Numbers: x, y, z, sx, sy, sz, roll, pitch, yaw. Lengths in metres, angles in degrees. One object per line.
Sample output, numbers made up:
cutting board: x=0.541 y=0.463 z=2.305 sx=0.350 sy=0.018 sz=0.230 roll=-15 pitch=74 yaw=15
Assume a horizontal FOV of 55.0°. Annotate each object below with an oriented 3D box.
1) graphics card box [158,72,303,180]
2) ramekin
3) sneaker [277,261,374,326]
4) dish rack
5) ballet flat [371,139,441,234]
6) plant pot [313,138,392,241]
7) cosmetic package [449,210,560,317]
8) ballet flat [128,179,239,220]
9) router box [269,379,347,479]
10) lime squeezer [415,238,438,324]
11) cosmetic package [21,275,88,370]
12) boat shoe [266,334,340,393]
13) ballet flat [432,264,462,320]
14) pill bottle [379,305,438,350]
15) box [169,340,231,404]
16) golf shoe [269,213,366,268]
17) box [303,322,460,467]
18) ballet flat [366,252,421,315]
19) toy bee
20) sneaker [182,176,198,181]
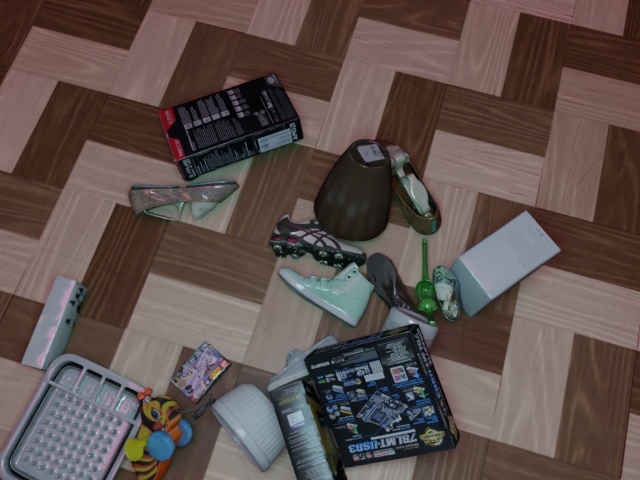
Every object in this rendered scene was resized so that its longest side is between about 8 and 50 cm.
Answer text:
graphics card box: x=-0.260 y=-0.336 z=1.783 sx=0.371 sy=0.094 sz=0.232 roll=-22 pitch=53 yaw=-7
ramekin: x=-0.163 y=0.444 z=1.490 sx=0.109 sy=0.207 sz=0.207 roll=-37 pitch=75 yaw=-21
sneaker: x=0.020 y=0.106 z=1.658 sx=0.256 sy=0.094 sz=0.151 roll=31 pitch=79 yaw=0
dish rack: x=-0.606 y=0.482 z=1.542 sx=0.286 sy=0.072 sz=0.332 roll=23 pitch=72 yaw=7
ballet flat: x=0.237 y=-0.172 z=1.740 sx=0.116 sy=0.124 sz=0.342 roll=-25 pitch=72 yaw=-9
plant pot: x=0.106 y=-0.152 z=1.644 sx=0.216 sy=0.230 sz=0.215 roll=6 pitch=50 yaw=-8
cosmetic package: x=0.460 y=0.067 z=1.604 sx=0.225 sy=0.224 sz=0.138 roll=-34 pitch=75 yaw=-11
ballet flat: x=-0.383 y=-0.111 z=1.745 sx=0.316 sy=0.107 sz=0.106 roll=-3 pitch=91 yaw=4
router box: x=-0.022 y=0.461 z=1.422 sx=0.081 sy=0.309 sz=0.242 roll=-20 pitch=73 yaw=-1
lime squeezer: x=0.288 y=0.139 z=1.624 sx=0.059 sy=0.110 sz=0.310 roll=13 pitch=41 yaw=-5
cosmetic package: x=-0.694 y=0.222 z=1.618 sx=0.061 sy=0.099 sz=0.239 roll=13 pitch=72 yaw=6
boat shoe: x=-0.046 y=0.320 z=1.601 sx=0.228 sy=0.079 sz=0.081 roll=-27 pitch=64 yaw=-14
ballet flat: x=0.331 y=0.144 z=1.600 sx=0.070 sy=0.188 sz=0.070 roll=-17 pitch=42 yaw=16
pill bottle: x=0.194 y=0.293 z=1.550 sx=0.131 sy=0.131 sz=0.229 roll=24 pitch=95 yaw=8
box: x=-0.313 y=0.346 z=1.611 sx=0.094 sy=0.027 sz=0.137 roll=38 pitch=75 yaw=14
golf shoe: x=0.000 y=0.000 z=1.695 sx=0.273 sy=0.105 sz=0.120 roll=13 pitch=64 yaw=4
box: x=0.142 y=0.373 z=1.462 sx=0.296 sy=0.073 sz=0.293 roll=-20 pitch=93 yaw=26
ballet flat: x=0.204 y=0.144 z=1.672 sx=0.084 sy=0.058 sz=0.249 roll=-37 pitch=67 yaw=15
toy bee: x=-0.384 y=0.440 z=1.490 sx=0.162 sy=0.195 sz=0.298 roll=39 pitch=91 yaw=13
sneaker: x=-0.349 y=-0.227 z=1.799 sx=0.135 sy=0.052 sz=0.058 roll=-24 pitch=68 yaw=-8
